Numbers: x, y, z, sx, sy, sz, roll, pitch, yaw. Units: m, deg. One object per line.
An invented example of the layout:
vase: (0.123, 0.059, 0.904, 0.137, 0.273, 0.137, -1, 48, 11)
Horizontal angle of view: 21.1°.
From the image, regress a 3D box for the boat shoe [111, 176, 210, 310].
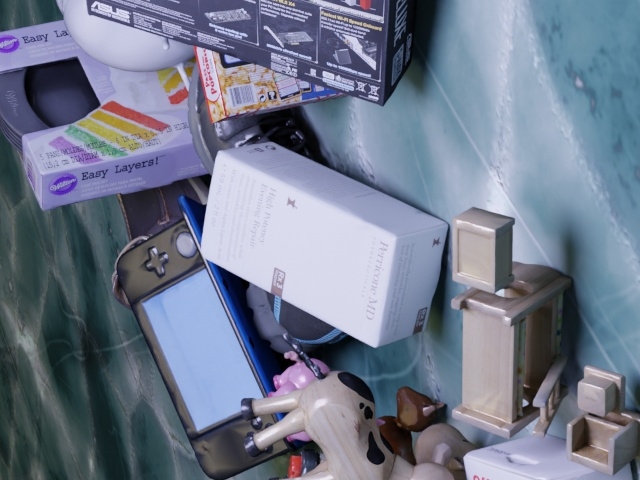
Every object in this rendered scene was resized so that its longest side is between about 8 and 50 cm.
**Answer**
boat shoe: (-0.180, 0.033, 2.084, 0.355, 0.130, 0.132, 60, 143, 19)

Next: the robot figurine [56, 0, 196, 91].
robot figurine: (-0.213, -0.336, 1.912, 0.300, 0.199, 0.354, 31, -145, -66)

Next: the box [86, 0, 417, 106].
box: (-0.066, -0.267, 1.501, 0.307, 0.076, 0.242, 18, 140, 15)

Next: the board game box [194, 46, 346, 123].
board game box: (-0.055, -0.224, 1.679, 0.045, 0.146, 0.194, -13, 90, 67)

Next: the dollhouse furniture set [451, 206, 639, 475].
dollhouse furniture set: (0.199, 0.067, 1.368, 0.161, 0.101, 0.182, 18, 121, 36)

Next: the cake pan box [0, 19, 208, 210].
cake pan box: (-0.247, -0.163, 2.002, 0.070, 0.266, 0.246, 98, 152, -46)

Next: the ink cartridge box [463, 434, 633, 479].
ink cartridge box: (0.202, 0.275, 1.432, 0.148, 0.085, 0.203, -173, 72, -66)

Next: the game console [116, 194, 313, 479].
game console: (-0.132, 0.116, 1.885, 0.250, 0.173, 0.293, -28, 83, 34)

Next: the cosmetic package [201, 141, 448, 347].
cosmetic package: (0.000, 0.000, 1.634, 0.231, 0.085, 0.117, 26, 116, 36)

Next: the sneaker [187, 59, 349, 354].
sneaker: (-0.029, -0.057, 1.784, 0.139, 0.125, 0.341, -21, 88, 51)

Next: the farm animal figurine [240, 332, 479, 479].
farm animal figurine: (0.082, 0.246, 1.542, 0.330, 0.172, 0.327, 25, -132, -69)

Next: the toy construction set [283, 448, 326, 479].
toy construction set: (0.007, 0.350, 1.845, 0.327, 0.151, 0.215, 141, 138, -57)
